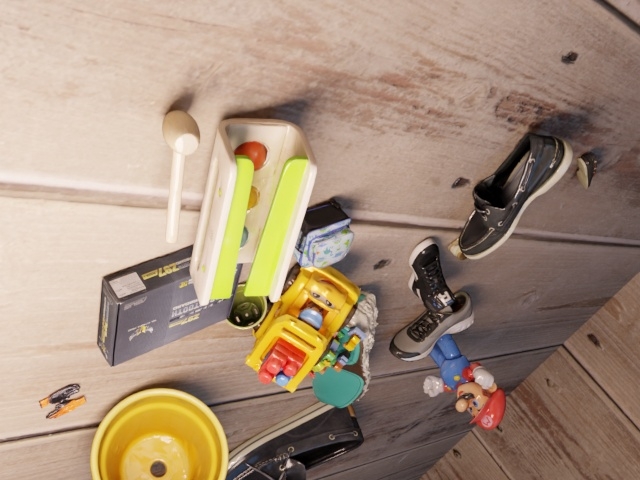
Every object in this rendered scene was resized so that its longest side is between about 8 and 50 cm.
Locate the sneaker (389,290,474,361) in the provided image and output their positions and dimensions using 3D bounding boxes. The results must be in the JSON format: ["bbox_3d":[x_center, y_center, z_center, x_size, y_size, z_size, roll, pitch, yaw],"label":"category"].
[{"bbox_3d":[0.287,0.217,2.251,0.272,0.100,0.108,-31,139,-22],"label":"sneaker"}]

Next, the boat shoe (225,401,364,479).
[{"bbox_3d":[-0.103,0.586,2.274,0.500,0.156,0.186,-26,153,-20],"label":"boat shoe"}]

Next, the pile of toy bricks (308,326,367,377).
[{"bbox_3d":[0.006,0.241,1.815,0.212,0.118,0.105,-36,-163,54],"label":"pile of toy bricks"}]

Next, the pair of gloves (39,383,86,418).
[{"bbox_3d":[-0.450,0.282,1.506,0.074,0.010,0.083,-26,149,-20],"label":"pair of gloves"}]

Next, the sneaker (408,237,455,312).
[{"bbox_3d":[0.265,0.089,1.966,0.079,0.121,0.217,-32,153,-14],"label":"sneaker"}]

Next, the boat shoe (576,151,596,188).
[{"bbox_3d":[0.659,-0.170,2.125,0.042,0.049,0.133,-29,149,0],"label":"boat shoe"}]

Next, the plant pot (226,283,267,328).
[{"bbox_3d":[-0.138,0.130,1.589,0.083,0.083,0.079,-33,165,-9],"label":"plant pot"}]

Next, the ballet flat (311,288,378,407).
[{"bbox_3d":[0.072,0.250,1.989,0.147,0.147,0.409,-26,152,-24],"label":"ballet flat"}]

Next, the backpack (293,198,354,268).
[{"bbox_3d":[0.000,0.000,1.534,0.105,0.084,0.114,-21,152,-27],"label":"backpack"}]

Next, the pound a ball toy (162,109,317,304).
[{"bbox_3d":[-0.140,-0.059,1.230,0.208,0.135,0.319,-1,133,-21],"label":"pound a ball toy"}]

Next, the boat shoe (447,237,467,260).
[{"bbox_3d":[0.367,-0.018,2.022,0.153,0.048,0.056,-43,142,-5],"label":"boat shoe"}]

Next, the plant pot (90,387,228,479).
[{"bbox_3d":[-0.316,0.435,1.685,0.254,0.254,0.239,-28,168,-20],"label":"plant pot"}]

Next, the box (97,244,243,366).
[{"bbox_3d":[-0.246,0.098,1.410,0.233,0.059,0.183,-20,150,-32],"label":"box"}]

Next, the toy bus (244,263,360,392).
[{"bbox_3d":[-0.043,0.172,1.591,0.220,0.149,0.211,-54,-175,27],"label":"toy bus"}]

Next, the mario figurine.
[{"bbox_3d":[0.367,0.379,2.335,0.170,0.320,0.198,-38,153,-2],"label":"mario figurine"}]

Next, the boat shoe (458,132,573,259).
[{"bbox_3d":[0.382,-0.097,1.834,0.113,0.127,0.340,20,132,-26],"label":"boat shoe"}]
